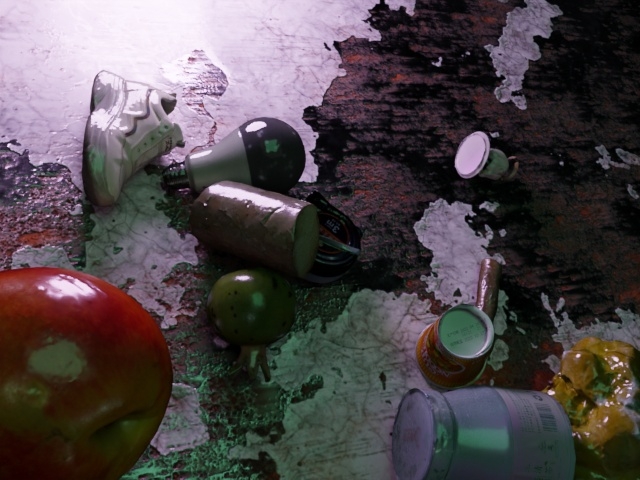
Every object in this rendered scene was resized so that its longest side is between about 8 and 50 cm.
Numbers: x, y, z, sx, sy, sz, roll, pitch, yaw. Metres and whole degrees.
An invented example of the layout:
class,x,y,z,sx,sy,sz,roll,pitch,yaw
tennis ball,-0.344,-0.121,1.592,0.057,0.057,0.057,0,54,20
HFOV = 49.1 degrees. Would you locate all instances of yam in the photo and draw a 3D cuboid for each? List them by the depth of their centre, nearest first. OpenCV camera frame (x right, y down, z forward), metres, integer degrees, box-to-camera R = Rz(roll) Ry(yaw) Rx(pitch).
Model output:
class,x,y,z,sx,sy,sz,roll,pitch,yaw
yam,-0.124,-0.028,1.435,0.268,0.161,0.161,16,50,28
yam,0.395,0.150,1.665,0.061,0.061,0.252,23,56,-9

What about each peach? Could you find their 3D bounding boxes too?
class,x,y,z,sx,sy,sz,roll,pitch,yaw
peach,-0.437,0.213,1.117,0.389,0.388,0.387,10,59,-17

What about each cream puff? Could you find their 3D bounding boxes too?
class,x,y,z,sx,sy,sz,roll,pitch,yaw
cream puff,0.592,0.397,1.502,0.378,0.276,0.378,31,46,-40

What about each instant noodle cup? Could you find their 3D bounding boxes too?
class,x,y,z,sx,sy,sz,roll,pitch,yaw
instant noodle cup,0.293,0.217,1.481,0.169,0.185,0.168,0,67,0

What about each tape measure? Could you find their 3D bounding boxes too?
class,x,y,z,sx,sy,sz,roll,pitch,yaw
tape measure,-0.002,0.003,1.560,0.182,0.107,0.181,41,52,5

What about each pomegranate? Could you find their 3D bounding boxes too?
class,x,y,z,sx,sy,sz,roll,pitch,yaw
pomegranate,-0.136,0.165,1.382,0.182,0.181,0.224,3,84,-21

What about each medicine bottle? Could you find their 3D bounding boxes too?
class,x,y,z,sx,sy,sz,roll,pitch,yaw
medicine bottle,0.308,0.403,1.379,0.290,0.245,0.244,9,59,-14

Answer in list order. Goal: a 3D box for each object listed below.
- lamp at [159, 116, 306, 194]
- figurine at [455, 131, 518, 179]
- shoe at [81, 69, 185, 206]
class,x,y,z,sx,sy,sz,roll,pitch,yaw
lamp,-0.186,-0.164,1.578,0.314,0.182,0.181,-19,67,6
figurine,0.457,-0.210,1.867,0.154,0.132,0.132,15,57,-27
shoe,-0.397,-0.218,1.510,0.211,0.132,0.341,6,57,-16
